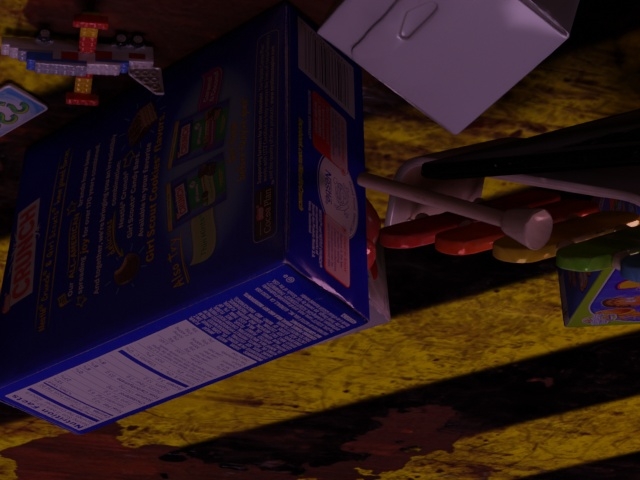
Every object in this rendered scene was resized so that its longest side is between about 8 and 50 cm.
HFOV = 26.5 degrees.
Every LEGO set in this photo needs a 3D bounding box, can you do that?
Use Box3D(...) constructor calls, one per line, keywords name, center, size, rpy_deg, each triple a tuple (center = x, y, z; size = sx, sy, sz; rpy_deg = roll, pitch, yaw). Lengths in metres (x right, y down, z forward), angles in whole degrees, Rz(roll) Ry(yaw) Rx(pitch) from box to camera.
Box3D(name="LEGO set", center=(-0.252, -0.150, 1.116), size=(0.244, 0.060, 0.182), rpy_deg=(-24, 146, 27))

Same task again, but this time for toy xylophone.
Box3D(name="toy xylophone", center=(0.169, -0.019, 1.058), size=(0.236, 0.081, 0.322), rpy_deg=(-11, -163, -32))

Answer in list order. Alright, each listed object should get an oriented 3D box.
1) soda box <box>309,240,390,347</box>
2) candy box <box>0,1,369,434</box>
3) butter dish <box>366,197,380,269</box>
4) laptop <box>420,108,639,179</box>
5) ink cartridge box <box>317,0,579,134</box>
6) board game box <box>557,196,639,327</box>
Box3D(name="soda box", center=(-0.073, 0.068, 1.430), size=(0.286, 0.098, 0.091), rpy_deg=(-20, 144, 23))
Box3D(name="candy box", center=(-0.119, -0.011, 1.146), size=(0.317, 0.268, 0.122), rpy_deg=(-23, 139, 28))
Box3D(name="butter dish", center=(0.000, 0.000, 1.254), size=(0.118, 0.160, 0.160), rpy_deg=(21, 165, 40))
Box3D(name="laptop", center=(0.327, -0.197, 0.963), size=(0.382, 0.236, 0.408), rpy_deg=(-15, -171, -42))
Box3D(name="ink cartridge box", center=(0.101, -0.190, 0.942), size=(0.127, 0.176, 0.128), rpy_deg=(36, 137, -12))
Box3D(name="board game box", center=(0.374, -0.004, 1.304), size=(0.233, 0.078, 0.347), rpy_deg=(-3, 161, -1))
